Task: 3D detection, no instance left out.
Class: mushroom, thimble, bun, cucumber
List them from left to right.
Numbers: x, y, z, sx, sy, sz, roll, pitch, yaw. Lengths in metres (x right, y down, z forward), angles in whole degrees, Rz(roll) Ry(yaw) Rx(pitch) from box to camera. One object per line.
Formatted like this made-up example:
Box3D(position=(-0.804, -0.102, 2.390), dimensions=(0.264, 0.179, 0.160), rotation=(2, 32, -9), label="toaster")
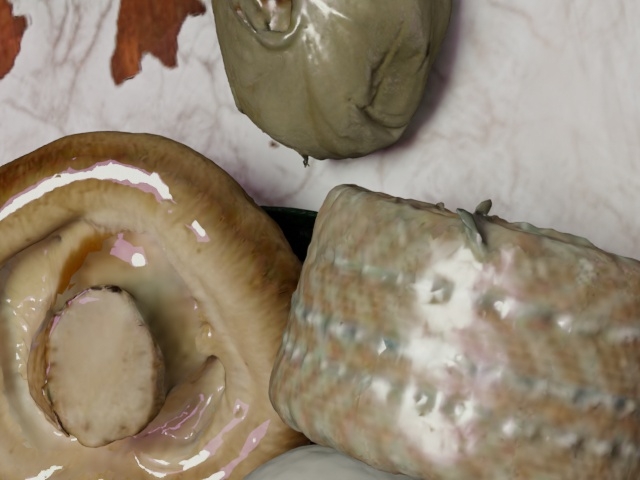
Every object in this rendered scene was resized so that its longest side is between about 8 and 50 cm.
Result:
Box3D(position=(-0.129, 0.067, 1.213), dimensions=(0.278, 0.146, 0.278), rotation=(2, 105, 6), label="mushroom")
Box3D(position=(-0.004, -0.136, 1.186), dimensions=(0.166, 0.113, 0.173), rotation=(-38, 63, 27), label="bun")
Box3D(position=(0.000, 0.000, 1.221), dimensions=(0.184, 0.033, 0.036), rotation=(11, 78, 34), label="cucumber")
Box3D(position=(0.087, 0.054, 1.060), dimensions=(0.229, 0.196, 0.148), rotation=(21, 96, 65), label="thimble")

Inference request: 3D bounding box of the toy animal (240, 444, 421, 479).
Box3D(position=(0.040, 0.222, 1.068), dimensions=(0.265, 0.206, 0.272), rotation=(42, 111, 27), label="toy animal")
